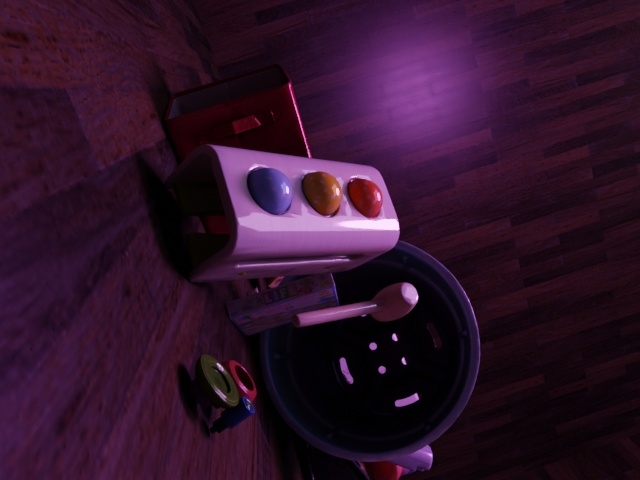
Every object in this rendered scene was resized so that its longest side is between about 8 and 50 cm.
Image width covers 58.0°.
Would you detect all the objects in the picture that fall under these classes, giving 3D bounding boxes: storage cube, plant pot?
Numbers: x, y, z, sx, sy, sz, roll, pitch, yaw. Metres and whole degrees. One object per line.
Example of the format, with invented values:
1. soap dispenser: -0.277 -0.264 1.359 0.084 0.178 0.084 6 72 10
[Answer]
1. storage cube: -0.114 -0.143 0.893 0.215 0.184 0.193 -112 -175 -64
2. plant pot: 0.105 0.197 1.037 0.334 0.341 0.341 47 24 -71

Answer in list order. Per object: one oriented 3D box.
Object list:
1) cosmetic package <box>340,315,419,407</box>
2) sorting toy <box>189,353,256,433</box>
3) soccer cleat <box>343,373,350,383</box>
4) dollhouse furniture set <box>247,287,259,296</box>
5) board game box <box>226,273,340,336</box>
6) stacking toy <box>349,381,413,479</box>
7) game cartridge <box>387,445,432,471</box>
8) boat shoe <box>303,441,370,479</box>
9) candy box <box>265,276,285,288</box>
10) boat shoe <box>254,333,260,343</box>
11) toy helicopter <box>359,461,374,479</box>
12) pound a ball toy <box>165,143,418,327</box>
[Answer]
1. cosmetic package: 0.109 0.429 1.985 0.327 0.330 0.393 77 -6 -74
2. sorting toy: -0.091 0.138 0.511 0.061 0.042 0.102 55 4 20
3. soccer cleat: -0.040 0.323 1.589 0.143 0.116 0.331 1 -53 51
4. dollhouse furniture set: -0.082 0.145 1.114 0.114 0.081 0.091 75 -4 -60
5. board game box: -0.051 0.095 0.851 0.103 0.154 0.026 77 -5 -66
6. stacking toy: 0.117 0.503 1.508 0.309 0.130 0.279 -42 -112 47
7. game cartridge: 0.102 0.387 1.215 0.294 0.196 0.060 173 -64 -83
8. boat shoe: 0.050 0.473 0.995 0.340 0.127 0.113 -112 -177 -48
9. candy box: -0.034 -0.014 1.628 0.088 0.316 0.183 31 25 -36
10. boat shoe: -0.089 0.174 1.011 0.045 0.050 0.135 -105 169 -47
11. toy helicopter: 0.096 0.614 1.308 0.355 0.140 0.235 63 19 -10
12. pound a ball toy: 0.000 0.000 0.699 0.319 0.136 0.208 0 66 -46
